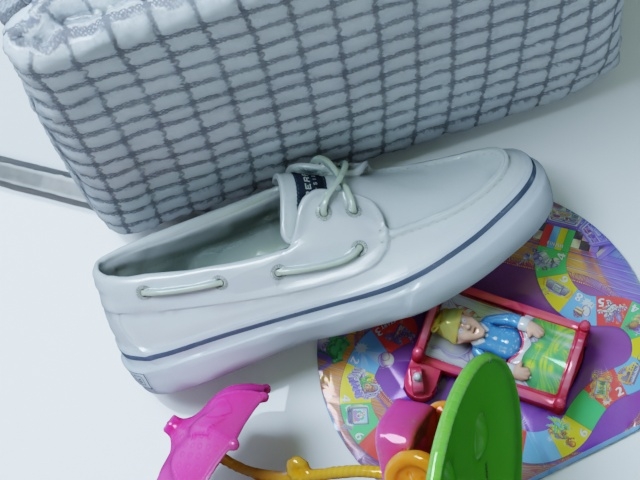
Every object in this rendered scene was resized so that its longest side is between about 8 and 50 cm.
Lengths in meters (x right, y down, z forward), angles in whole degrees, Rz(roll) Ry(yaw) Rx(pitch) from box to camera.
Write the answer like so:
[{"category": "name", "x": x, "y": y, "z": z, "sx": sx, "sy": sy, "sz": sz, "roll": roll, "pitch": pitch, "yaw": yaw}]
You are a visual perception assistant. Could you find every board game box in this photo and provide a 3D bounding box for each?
[{"category": "board game box", "x": 0.082, "y": 0.053, "z": 0.791, "sx": 0.168, "sy": 0.033, "sz": 0.133, "roll": -26, "pitch": 75, "yaw": -1}]

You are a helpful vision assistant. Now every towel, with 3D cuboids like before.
[{"category": "towel", "x": -0.002, "y": -0.122, "z": 0.742, "sx": 0.283, "sy": 0.235, "sz": 0.121, "roll": -18, "pitch": 71, "yaw": -1}]

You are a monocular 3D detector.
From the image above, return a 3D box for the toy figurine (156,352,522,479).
[{"category": "toy figurine", "x": 0.001, "y": 0.129, "z": 0.750, "sx": 0.159, "sy": 0.130, "sz": 0.173, "roll": 4, "pitch": 115, "yaw": 23}]

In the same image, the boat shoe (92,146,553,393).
[{"category": "boat shoe", "x": 0.000, "y": 0.000, "z": 0.774, "sx": 0.226, "sy": 0.076, "sz": 0.083, "roll": -26, "pitch": 30, "yaw": -1}]
